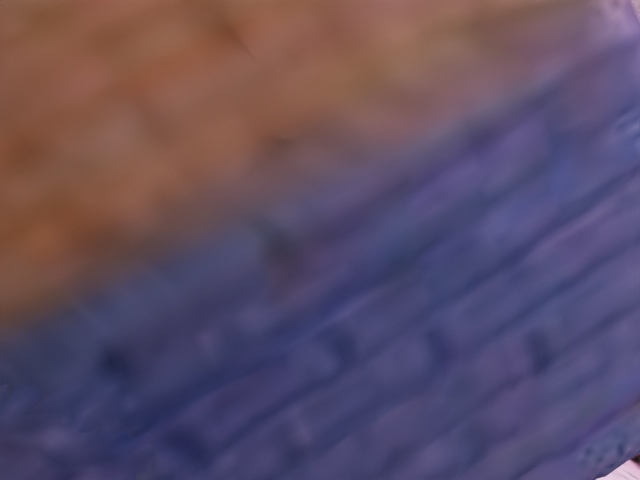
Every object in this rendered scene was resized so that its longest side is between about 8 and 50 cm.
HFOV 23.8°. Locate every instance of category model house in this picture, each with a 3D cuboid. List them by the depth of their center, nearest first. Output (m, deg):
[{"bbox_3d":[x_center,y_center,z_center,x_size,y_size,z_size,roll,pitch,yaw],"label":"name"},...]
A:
[{"bbox_3d":[-0.108,0.005,0.517,0.342,0.335,0.382,58,-6,-8],"label":"model house"}]

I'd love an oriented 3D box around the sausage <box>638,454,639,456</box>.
[{"bbox_3d":[0.234,0.102,1.297,0.238,0.098,0.098,39,16,19],"label":"sausage"}]
